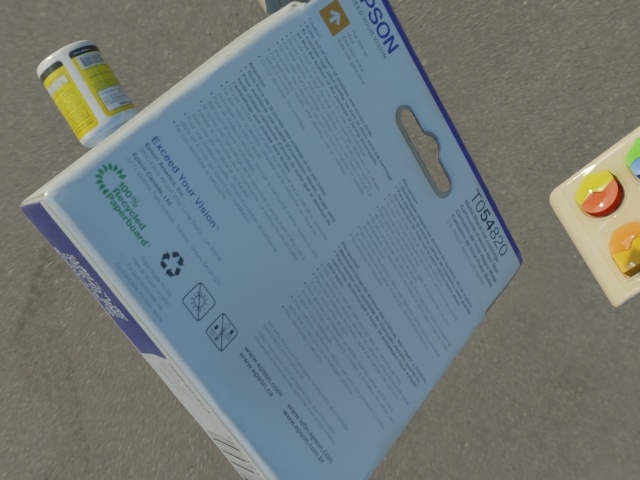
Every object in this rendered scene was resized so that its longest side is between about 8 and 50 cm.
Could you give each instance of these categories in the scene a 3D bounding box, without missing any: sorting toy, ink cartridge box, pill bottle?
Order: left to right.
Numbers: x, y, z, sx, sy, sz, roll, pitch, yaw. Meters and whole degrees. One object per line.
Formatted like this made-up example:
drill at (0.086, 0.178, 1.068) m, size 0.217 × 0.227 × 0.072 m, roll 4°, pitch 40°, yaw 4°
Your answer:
pill bottle at (-0.407, -0.244, 1.307) m, size 0.119 × 0.119 × 0.208 m, roll -31°, pitch 95°, yaw 2°
ink cartridge box at (0.000, 0.000, 0.390) m, size 0.224 × 0.045 × 0.223 m, roll -45°, pitch 114°, yaw -30°
sorting toy at (0.400, -0.048, 0.894) m, size 0.038 × 0.193 × 0.208 m, roll 19°, pitch 129°, yaw -39°

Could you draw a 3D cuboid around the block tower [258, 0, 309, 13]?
block tower at (0.085, -0.348, 0.824) m, size 0.336 × 0.091 × 0.097 m, roll -15°, pitch 123°, yaw -6°
